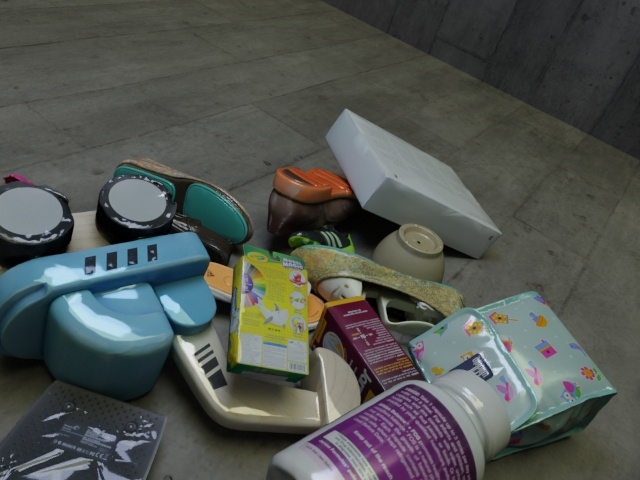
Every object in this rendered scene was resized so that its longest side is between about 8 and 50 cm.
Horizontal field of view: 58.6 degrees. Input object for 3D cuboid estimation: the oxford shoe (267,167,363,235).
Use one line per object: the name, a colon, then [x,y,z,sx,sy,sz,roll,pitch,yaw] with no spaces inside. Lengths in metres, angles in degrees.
oxford shoe: [-0.002,-0.076,1.240,0.130,0.133,0.363,31,18,28]

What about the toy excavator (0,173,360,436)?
toy excavator: [-0.211,0.139,0.805,0.432,0.222,0.445,-12,60,-38]

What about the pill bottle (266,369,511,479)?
pill bottle: [0.097,0.282,0.723,0.301,0.169,0.169,-20,50,-31]

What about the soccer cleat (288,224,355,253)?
soccer cleat: [0.000,0.000,1.139,0.178,0.060,0.072,17,55,-45]

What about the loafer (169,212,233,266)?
loafer: [-0.259,-0.009,1.060,0.220,0.080,0.078,30,26,5]

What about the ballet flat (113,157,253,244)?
ballet flat: [-0.258,-0.091,1.144,0.315,0.108,0.106,27,22,8]

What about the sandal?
sandal: [-0.094,0.078,0.981,0.265,0.076,0.102,21,31,-22]

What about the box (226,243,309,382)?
box: [-0.070,0.096,0.779,0.105,0.043,0.179,17,55,-25]

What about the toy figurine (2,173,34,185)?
toy figurine: [-0.549,-0.050,0.965,0.173,0.130,0.159,-12,26,-2]

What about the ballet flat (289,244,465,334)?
ballet flat: [0.102,0.104,1.052,0.348,0.123,0.123,17,35,-4]

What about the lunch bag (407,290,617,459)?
lunch bag: [0.299,0.225,0.943,0.262,0.160,0.223,-10,48,-19]

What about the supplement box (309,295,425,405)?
supplement box: [0.069,0.193,0.914,0.080,0.104,0.188,-7,43,-32]

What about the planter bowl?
planter bowl: [0.189,0.035,1.180,0.161,0.109,0.162,13,36,-10]

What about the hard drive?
hard drive: [-0.298,0.290,0.651,0.171,0.054,0.255,18,35,-2]

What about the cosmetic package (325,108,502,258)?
cosmetic package: [0.215,-0.129,1.330,0.377,0.097,0.284,21,28,-33]
